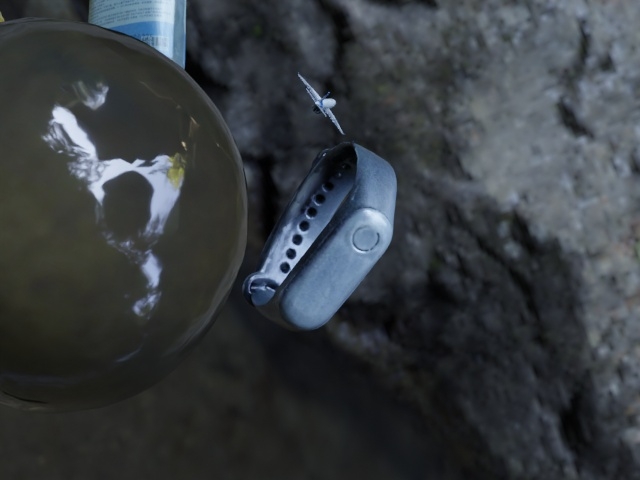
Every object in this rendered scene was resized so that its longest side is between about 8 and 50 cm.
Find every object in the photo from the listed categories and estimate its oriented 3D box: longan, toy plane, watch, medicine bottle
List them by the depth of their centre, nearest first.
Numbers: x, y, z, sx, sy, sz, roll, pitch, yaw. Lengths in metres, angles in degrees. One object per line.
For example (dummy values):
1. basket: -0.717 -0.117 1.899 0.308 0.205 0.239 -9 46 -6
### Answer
1. longan: -0.170 -0.017 0.992 0.258 0.258 0.258 40 38 -43
2. medicine bottle: -0.156 -0.212 1.353 0.054 0.090 0.208 31 55 -58
3. toy plane: 0.003 -0.137 1.590 0.078 0.024 0.084 54 3 4
4. watch: 0.000 0.000 1.611 0.068 0.206 0.193 31 14 -19

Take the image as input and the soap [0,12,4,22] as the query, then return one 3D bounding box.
1. soap: -0.325 -0.056 1.281 0.335 0.156 0.293 57 33 7
